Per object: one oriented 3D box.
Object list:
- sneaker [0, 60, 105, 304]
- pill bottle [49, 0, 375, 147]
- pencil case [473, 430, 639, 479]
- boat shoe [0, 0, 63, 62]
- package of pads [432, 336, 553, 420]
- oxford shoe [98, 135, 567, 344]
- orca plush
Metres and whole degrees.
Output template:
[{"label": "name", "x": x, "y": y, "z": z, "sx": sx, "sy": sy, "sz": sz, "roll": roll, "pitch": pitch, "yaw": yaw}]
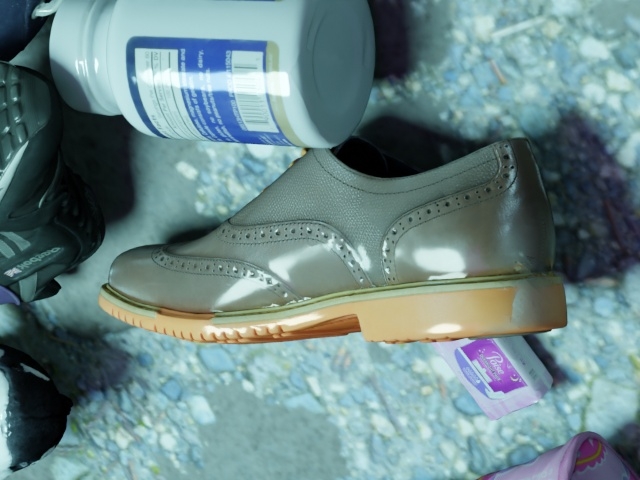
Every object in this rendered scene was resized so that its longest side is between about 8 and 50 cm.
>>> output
[{"label": "sneaker", "x": -0.199, "y": -0.037, "z": 1.346, "sx": 0.283, "sy": 0.124, "sz": 0.107, "roll": 134, "pitch": 133, "yaw": -57}, {"label": "pill bottle", "x": -0.070, "y": -0.118, "z": 1.234, "sx": 0.186, "sy": 0.112, "sz": 0.112, "roll": 6, "pitch": 122, "yaw": 27}, {"label": "pencil case", "x": 0.100, "y": 0.222, "z": 1.354, "sx": 0.284, "sy": 0.124, "sz": 0.124, "roll": -23, "pitch": 106, "yaw": 37}, {"label": "boat shoe", "x": -0.193, "y": -0.218, "z": 1.255, "sx": 0.340, "sy": 0.127, "sz": 0.158, "roll": -24, "pitch": 140, "yaw": 24}, {"label": "package of pads", "x": 0.112, "y": 0.075, "z": 1.308, "sx": 0.050, "sy": 0.032, "sz": 0.083, "roll": -29, "pitch": 103, "yaw": 41}, {"label": "oxford shoe", "x": 0.000, "y": 0.000, "z": 1.289, "sx": 0.363, "sy": 0.130, "sz": 0.133, "roll": -3, "pitch": 90, "yaw": 36}, {"label": "orca plush", "x": -0.243, "y": 0.146, "z": 1.514, "sx": 0.102, "sy": 0.151, "sz": 0.287, "roll": 6, "pitch": 156, "yaw": -27}]
